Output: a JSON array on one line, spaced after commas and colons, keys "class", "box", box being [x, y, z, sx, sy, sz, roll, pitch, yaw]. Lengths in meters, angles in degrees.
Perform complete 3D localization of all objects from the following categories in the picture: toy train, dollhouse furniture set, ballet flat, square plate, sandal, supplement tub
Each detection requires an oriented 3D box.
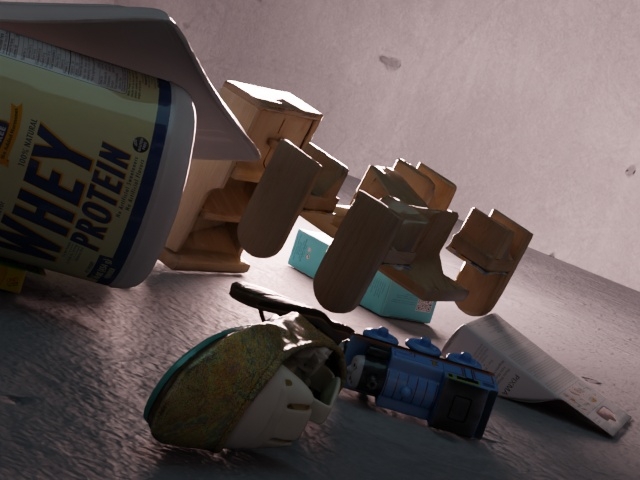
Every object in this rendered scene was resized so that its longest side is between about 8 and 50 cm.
[{"class": "toy train", "box": [0.106, 0.153, 1.809, 0.184, 0.080, 0.105, 17, 14, -5]}, {"class": "dollhouse furniture set", "box": [0.000, 0.000, 2.159, 0.394, 0.256, 0.362, 35, 16, 28]}, {"class": "ballet flat", "box": [-0.049, 0.135, 1.501, 0.123, 0.123, 0.348, 19, 8, 12]}, {"class": "square plate", "box": [-0.272, -0.189, 1.913, 0.347, 0.049, 0.344, 4, -22, 17]}, {"class": "sandal", "box": [-0.034, 0.102, 1.942, 0.090, 0.060, 0.219, 20, -7, 30]}, {"class": "supplement tub", "box": [-0.318, -0.097, 1.770, 0.324, 0.235, 0.235, 16, 8, -16]}]

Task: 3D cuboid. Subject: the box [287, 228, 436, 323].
[{"class": "box", "box": [0.062, 0.051, 2.450, 0.100, 0.060, 0.244, 11, 10, -38]}]

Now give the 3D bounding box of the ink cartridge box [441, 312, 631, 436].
[{"class": "ink cartridge box", "box": [0.279, 0.186, 2.126, 0.232, 0.066, 0.189, 41, 13, 12]}]

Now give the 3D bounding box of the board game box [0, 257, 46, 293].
[{"class": "board game box", "box": [-0.430, 0.004, 1.798, 0.259, 0.039, 0.124, 13, 10, -17]}]
